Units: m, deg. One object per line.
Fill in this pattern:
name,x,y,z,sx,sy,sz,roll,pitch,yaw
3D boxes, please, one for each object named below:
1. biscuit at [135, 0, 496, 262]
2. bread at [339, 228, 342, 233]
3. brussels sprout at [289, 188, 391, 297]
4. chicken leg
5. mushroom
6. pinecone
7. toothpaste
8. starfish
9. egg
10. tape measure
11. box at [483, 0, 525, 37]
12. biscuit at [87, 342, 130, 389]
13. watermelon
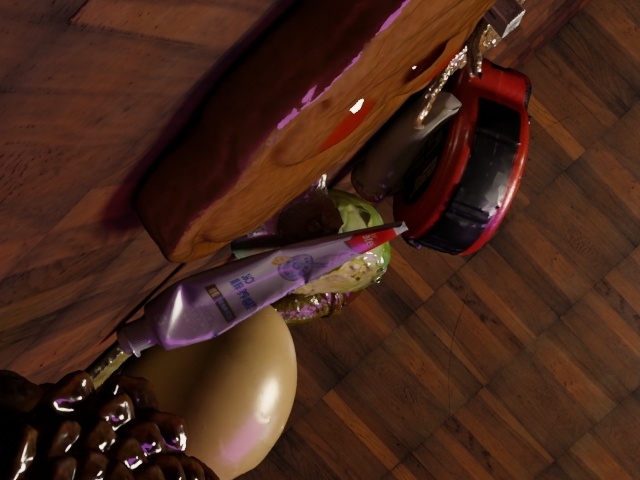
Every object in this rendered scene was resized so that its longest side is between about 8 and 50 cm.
biscuit,0.045,-0.138,0.938,0.455,0.078,0.349,-45,173,32
bread,-0.002,-0.025,1.512,0.105,0.077,0.152,-38,-174,-27
brussels sprout,0.002,-0.004,1.717,0.151,0.122,0.149,-4,155,-20
chicken leg,-0.038,0.064,1.897,0.211,0.140,0.361,-34,-171,49
mushroom,0.111,-0.127,1.872,0.084,0.071,0.209,-30,166,-43
pinecone,-0.201,0.223,0.932,0.296,0.242,0.298,-43,157,27
toothpaste,-0.056,0.041,1.396,0.301,0.048,0.075,-23,147,3
starfish,0.174,-0.225,1.580,0.231,0.048,0.295,-53,-177,-22
egg,-0.130,0.175,1.689,0.244,0.201,0.201,-56,175,9
tape measure,0.186,-0.103,1.936,0.253,0.114,0.261,130,-26,-55
box,0.168,-0.226,1.375,0.024,0.054,0.083,-39,177,2
biscuit,-0.226,0.134,1.541,0.231,0.016,0.139,-44,177,-3
watermelon,-0.047,-0.012,1.409,0.101,0.080,0.155,-38,-175,-31
